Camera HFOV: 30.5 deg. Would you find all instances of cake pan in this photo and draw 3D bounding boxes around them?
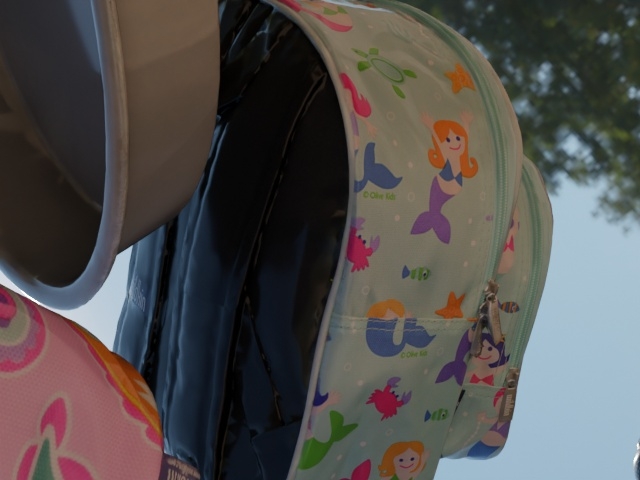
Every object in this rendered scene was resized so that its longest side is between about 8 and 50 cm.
[{"bbox_3d":[-0.126,-0.118,0.472,0.054,0.293,0.293,-19,-114,-29],"label":"cake pan"}]

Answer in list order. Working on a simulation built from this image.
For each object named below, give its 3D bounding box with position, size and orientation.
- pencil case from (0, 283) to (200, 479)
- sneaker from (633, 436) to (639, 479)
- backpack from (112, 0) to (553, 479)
[{"bbox_3d":[-0.162,0.036,0.273,0.284,0.124,0.124,37,-153,-45],"label":"pencil case"},{"bbox_3d":[0.256,0.193,0.544,0.283,0.110,0.122,43,-133,13],"label":"sneaker"},{"bbox_3d":[0.000,0.000,0.599,0.191,0.253,0.225,-6,-157,-30],"label":"backpack"}]
